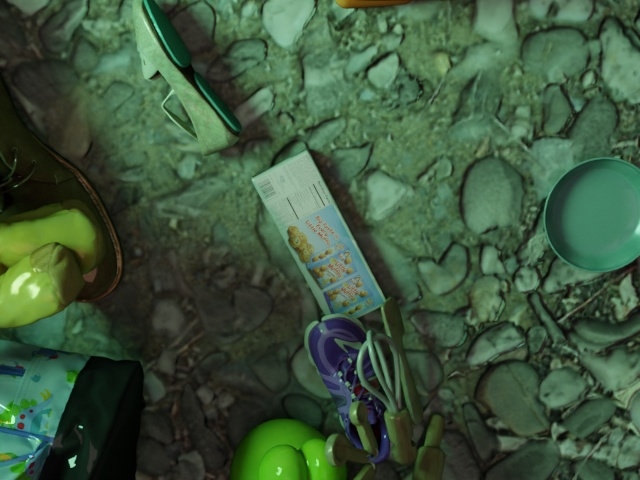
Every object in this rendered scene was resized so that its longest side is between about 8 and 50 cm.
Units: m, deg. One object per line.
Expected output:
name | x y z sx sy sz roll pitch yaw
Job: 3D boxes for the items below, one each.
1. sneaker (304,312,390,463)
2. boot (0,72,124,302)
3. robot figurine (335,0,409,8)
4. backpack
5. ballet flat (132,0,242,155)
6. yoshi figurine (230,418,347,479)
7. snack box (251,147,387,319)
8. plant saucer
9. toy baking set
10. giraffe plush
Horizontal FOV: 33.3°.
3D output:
sneaker | 0.038 0.151 1.085 0.068 0.071 0.170 -24 109 0
boot | -0.296 -0.059 1.005 0.112 0.115 0.305 -33 104 2
robot figurine | 0.064 -0.280 0.958 0.219 0.158 0.128 -3 95 -13
backpack | -0.374 0.212 1.002 0.355 0.273 0.290 22 130 5
ballet flat | -0.140 -0.154 1.023 0.052 0.057 0.168 -31 102 14
yoshi figurine | -0.025 0.333 1.106 0.203 0.203 0.362 21 122 33
snack box | 0.000 0.000 1.081 0.064 0.022 0.178 -27 103 4
plant saucer | 0.284 -0.027 1.091 0.119 0.021 0.119 -1 103 -2
toy baking set | 0.075 0.194 1.049 0.030 0.256 0.197 -4 140 31
giraffe plush | -0.308 -0.009 0.895 0.210 0.181 0.170 -32 111 -6
